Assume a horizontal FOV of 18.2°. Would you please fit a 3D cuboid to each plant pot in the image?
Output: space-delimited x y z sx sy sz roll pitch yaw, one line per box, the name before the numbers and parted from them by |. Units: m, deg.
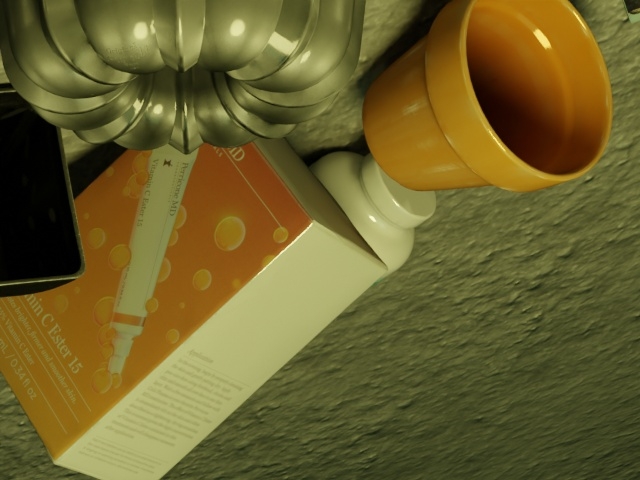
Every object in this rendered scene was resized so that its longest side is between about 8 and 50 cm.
plant pot | -0.342 -0.022 1.875 0.187 0.188 0.167 -7 165 -22
plant pot | 0.147 -0.133 1.948 0.205 0.205 0.188 6 162 -40

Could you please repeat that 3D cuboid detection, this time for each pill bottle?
pill bottle | 0.000 0.000 2.158 0.146 0.146 0.264 12 143 -46

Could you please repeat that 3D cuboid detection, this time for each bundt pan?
bundt pan | -0.117 -0.165 1.685 0.331 0.124 0.331 -3 163 -1

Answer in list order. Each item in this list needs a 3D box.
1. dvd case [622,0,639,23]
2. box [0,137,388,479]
dvd case | 0.359 -0.262 2.005 0.119 0.013 0.087 -22 155 8
box | -0.146 0.048 1.977 0.345 0.215 0.168 -43 149 9
